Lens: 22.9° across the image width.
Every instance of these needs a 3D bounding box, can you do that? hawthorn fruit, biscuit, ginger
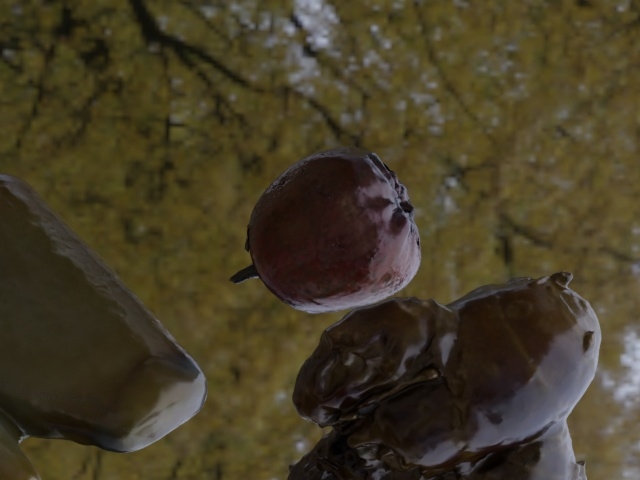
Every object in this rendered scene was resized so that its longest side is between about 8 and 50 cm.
[{"bbox_3d":[0.006,-0.002,0.676,0.077,0.077,0.077,0,-90,58],"label":"hawthorn fruit"},{"bbox_3d":[-0.247,0.073,1.140,0.291,0.237,0.062,44,-31,34],"label":"biscuit"},{"bbox_3d":[0.106,0.194,1.412,0.152,0.274,0.357,-135,-133,-55],"label":"ginger"}]
